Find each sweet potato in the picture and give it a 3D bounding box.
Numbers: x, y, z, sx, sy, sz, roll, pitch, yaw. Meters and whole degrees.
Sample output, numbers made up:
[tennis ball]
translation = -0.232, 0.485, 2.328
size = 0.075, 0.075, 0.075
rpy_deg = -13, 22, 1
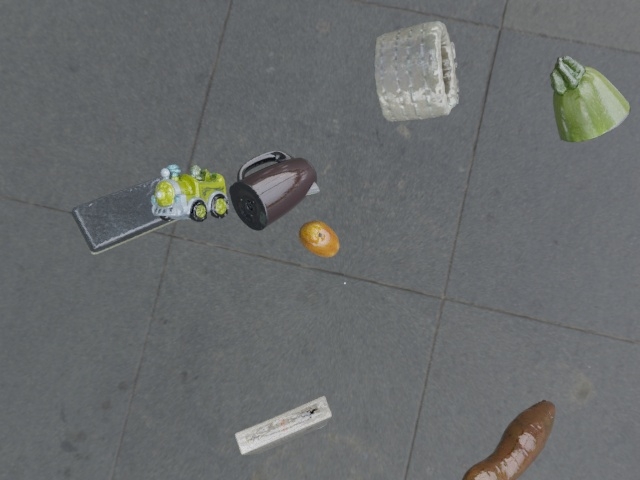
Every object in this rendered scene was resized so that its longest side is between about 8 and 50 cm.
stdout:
[sweet potato]
translation = 0.275, 0.294, 0.741
size = 0.264, 0.057, 0.057
rpy_deg = -22, 83, -43

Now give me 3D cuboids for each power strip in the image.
[power strip]
translation = -0.415, -0.066, 1.196
size = 0.256, 0.070, 0.105
rpy_deg = -27, 88, -27

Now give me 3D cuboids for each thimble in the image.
[thimble]
translation = 0.123, -0.214, 0.675
size = 0.090, 0.102, 0.115
rpy_deg = -4, 111, 25

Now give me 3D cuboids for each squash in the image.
[squash]
translation = 0.379, -0.225, 0.780
size = 0.105, 0.105, 0.132
rpy_deg = -41, 113, -1

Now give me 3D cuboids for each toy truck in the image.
[toy truck]
translation = -0.180, -0.065, 0.721
size = 0.076, 0.111, 0.077
rpy_deg = 2, 99, 30

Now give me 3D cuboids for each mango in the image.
[mango]
translation = 0.000, 0.000, 0.792
size = 0.060, 0.089, 0.046
rpy_deg = 23, 82, 20

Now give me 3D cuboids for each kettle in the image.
[kettle]
translation = -0.132, -0.154, 1.464
size = 0.202, 0.144, 0.232
rpy_deg = 37, 50, 23

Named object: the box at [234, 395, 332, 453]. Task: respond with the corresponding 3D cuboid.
[box]
translation = -0.079, 0.445, 1.247
size = 0.204, 0.365, 0.051
rpy_deg = -20, 70, -9
